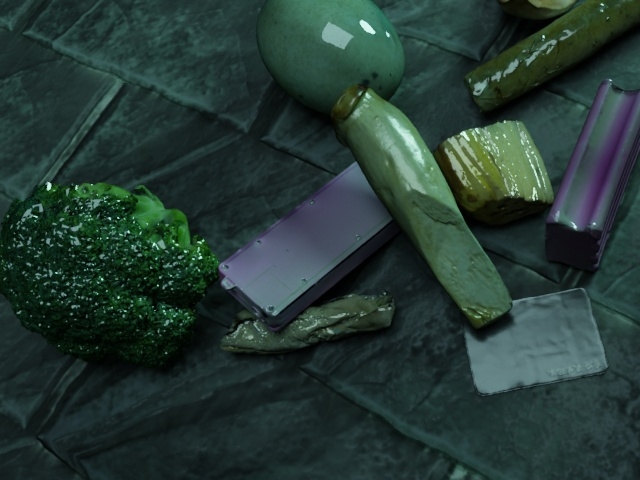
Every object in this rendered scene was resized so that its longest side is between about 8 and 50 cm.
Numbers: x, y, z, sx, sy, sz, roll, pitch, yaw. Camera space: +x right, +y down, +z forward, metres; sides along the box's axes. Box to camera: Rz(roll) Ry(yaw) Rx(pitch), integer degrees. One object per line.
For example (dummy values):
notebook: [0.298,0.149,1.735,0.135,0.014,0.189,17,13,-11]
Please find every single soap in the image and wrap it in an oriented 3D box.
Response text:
soap: [0.331,-0.074,1.063,0.065,0.122,0.203,18,69,22]

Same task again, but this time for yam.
yam: [0.335,-0.270,1.192,0.317,0.067,0.071,-30,85,0]

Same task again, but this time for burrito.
burrito: [-0.016,0.101,1.107,0.229,0.058,0.063,-13,66,11]

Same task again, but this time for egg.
egg: [0.011,-0.265,1.217,0.169,0.169,0.236,-44,64,-9]

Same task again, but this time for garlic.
garlic: [0.308,-0.363,1.220,0.115,0.128,0.207,28,63,-11]

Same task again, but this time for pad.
pad: [0.251,0.119,1.055,0.157,0.003,0.112,-13,62,8]

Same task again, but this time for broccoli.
broccoli: [-0.278,0.030,1.137,0.294,0.265,0.245,29,39,19]

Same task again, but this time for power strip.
power strip: [0.000,0.000,1.127,0.279,0.037,0.109,-38,60,-23]

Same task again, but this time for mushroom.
mushroom: [0.120,-0.048,1.074,0.087,0.107,0.333,-33,75,4]

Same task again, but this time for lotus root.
lotus root: [0.211,-0.081,1.124,0.159,0.095,0.135,-4,60,-33]
